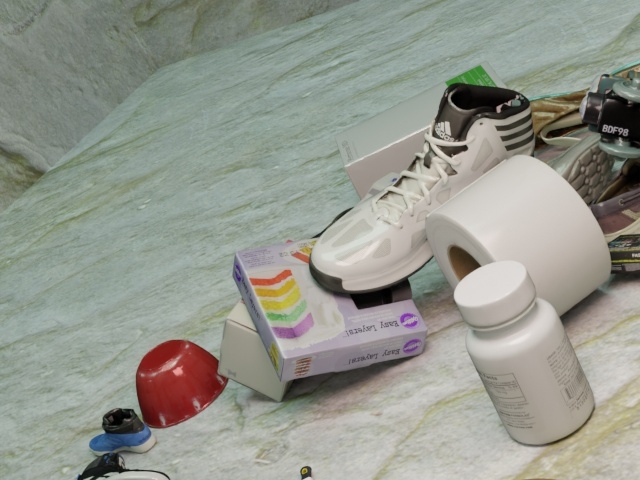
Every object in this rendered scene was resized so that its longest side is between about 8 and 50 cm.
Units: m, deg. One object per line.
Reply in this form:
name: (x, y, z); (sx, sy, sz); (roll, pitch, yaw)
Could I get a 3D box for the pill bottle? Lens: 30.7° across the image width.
pill bottle: (0.268, 0.147, 1.563); (0.131, 0.229, 0.131); (-23, 23, 11)

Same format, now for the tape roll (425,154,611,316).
tape roll: (0.299, 0.014, 1.787); (0.169, 0.246, 0.246); (-35, 24, -14)

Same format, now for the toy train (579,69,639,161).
toy train: (0.589, -0.195, 1.897); (0.333, 0.142, 0.190); (12, 25, 9)

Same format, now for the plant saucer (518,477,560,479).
plant saucer: (0.229, 0.376, 1.379); (0.277, 0.041, 0.278); (-23, 24, 11)

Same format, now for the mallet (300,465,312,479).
mallet: (-0.008, 0.372, 1.662); (0.062, 0.039, 0.190); (-24, 20, 13)

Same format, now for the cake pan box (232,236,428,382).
cake pan box: (0.017, 0.101, 1.913); (0.266, 0.070, 0.246); (-8, 49, -20)

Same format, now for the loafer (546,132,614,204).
loafer: (0.400, -0.085, 2.048); (0.319, 0.112, 0.111); (-41, 34, -25)

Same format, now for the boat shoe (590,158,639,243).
boat shoe: (0.544, -0.101, 1.942); (0.285, 0.092, 0.102); (-42, 27, -28)

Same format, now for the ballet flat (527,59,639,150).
ballet flat: (0.534, -0.246, 2.230); (0.342, 0.116, 0.124); (-15, 62, 25)

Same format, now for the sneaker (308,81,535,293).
sneaker: (0.157, -0.112, 1.879); (0.447, 0.258, 0.169); (-31, 49, -17)

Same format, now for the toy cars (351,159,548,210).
toy cars: (0.244, -0.106, 2.172); (0.393, 0.087, 0.176); (-9, 31, 2)

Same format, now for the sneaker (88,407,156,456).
sneaker: (-0.367, 0.335, 2.070); (0.152, 0.085, 0.058); (-9, 30, 39)

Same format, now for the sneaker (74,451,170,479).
sneaker: (-0.328, 0.388, 1.921); (0.216, 0.079, 0.121); (-20, 26, 23)

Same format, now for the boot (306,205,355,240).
boot: (0.000, 0.000, 2.376); (0.198, 0.077, 0.137); (-42, 21, -31)

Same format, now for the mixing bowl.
mixing bowl: (-0.268, 0.245, 2.130); (0.181, 0.098, 0.181); (-23, 24, 11)

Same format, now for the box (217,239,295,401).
box: (-0.063, 0.136, 2.016); (0.126, 0.149, 0.232); (23, 45, 13)

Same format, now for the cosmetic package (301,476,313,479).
cosmetic package: (-0.053, 0.433, 1.339); (0.224, 0.225, 0.138); (-27, 23, 4)

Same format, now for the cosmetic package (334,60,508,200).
cosmetic package: (0.229, -0.206, 2.436); (0.365, 0.155, 0.197); (-25, 26, 4)

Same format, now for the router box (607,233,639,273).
router box: (0.494, 0.019, 1.790); (0.122, 0.038, 0.092); (-4, 15, 46)
